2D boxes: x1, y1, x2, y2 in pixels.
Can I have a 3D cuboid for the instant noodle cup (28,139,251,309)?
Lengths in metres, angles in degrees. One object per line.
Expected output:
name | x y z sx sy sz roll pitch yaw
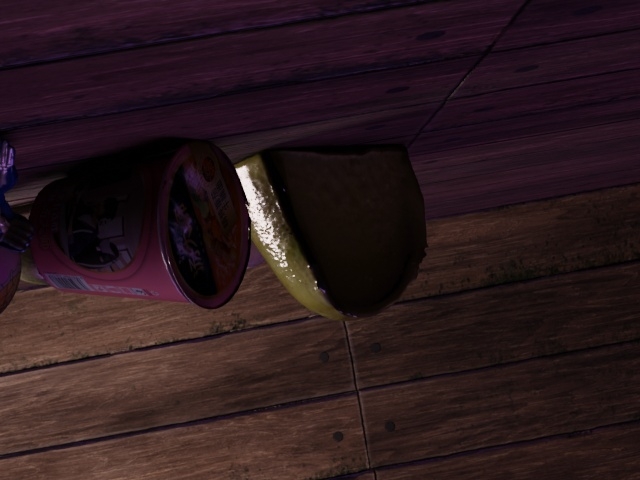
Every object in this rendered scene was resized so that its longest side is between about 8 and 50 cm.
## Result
instant noodle cup | -0.258 -0.016 1.530 0.255 0.244 0.244 -3 179 26

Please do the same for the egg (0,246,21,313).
egg | -0.530 0.036 1.582 0.196 0.196 0.271 -10 171 -6

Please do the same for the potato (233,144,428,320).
potato | 0.000 0.000 1.796 0.330 0.280 0.212 -8 173 -42

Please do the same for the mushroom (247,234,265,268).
mushroom | -0.198 0.012 2.014 0.246 0.203 0.246 0 179 0

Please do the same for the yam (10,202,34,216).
yam | -0.463 -0.049 1.752 0.116 0.021 0.021 -10 176 17

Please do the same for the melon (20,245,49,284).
melon | -0.495 0.024 2.026 0.167 0.114 0.114 -7 175 -16

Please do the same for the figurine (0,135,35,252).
figurine | -0.439 -0.046 1.289 0.164 0.121 0.262 -35 161 -21
